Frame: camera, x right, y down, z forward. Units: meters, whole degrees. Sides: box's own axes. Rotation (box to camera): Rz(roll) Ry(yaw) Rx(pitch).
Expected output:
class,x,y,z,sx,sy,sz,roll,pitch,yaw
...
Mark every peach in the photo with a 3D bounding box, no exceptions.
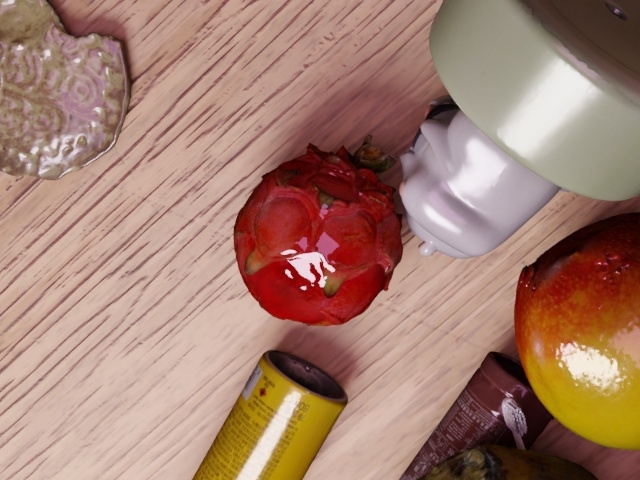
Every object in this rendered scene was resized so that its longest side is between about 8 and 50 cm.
class,x,y,z,sx,sy,sz,roll,pitch,yaw
peach,0.302,0.086,1.425,0.231,0.231,0.231,1,99,8

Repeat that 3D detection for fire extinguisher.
class,x,y,z,sx,sy,sz,roll,pitch,yaw
fire extinguisher,0.138,0.247,1.538,0.105,0.105,0.269,34,102,2

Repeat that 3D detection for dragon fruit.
class,x,y,z,sx,sy,sz,roll,pitch,yaw
dragon fruit,0.000,0.000,1.477,0.172,0.172,0.209,33,117,2

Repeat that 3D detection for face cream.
class,x,y,z,sx,sy,sz,roll,pitch,yaw
face cream,-0.098,0.289,1.567,0.105,0.105,0.348,30,101,2

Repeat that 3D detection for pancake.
class,x,y,z,sx,sy,sz,roll,pitch,yaw
pancake,-0.313,-0.173,1.563,0.212,0.029,0.235,-42,91,12

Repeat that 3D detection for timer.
class,x,y,z,sx,sy,sz,roll,pitch,yaw
timer,0.189,-0.109,1.411,0.291,0.291,0.315,39,123,0

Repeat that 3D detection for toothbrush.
class,x,y,z,sx,sy,sz,roll,pitch,yaw
toothbrush,0.221,0.259,1.506,0.018,0.024,0.257,-28,126,-14

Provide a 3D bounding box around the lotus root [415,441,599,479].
class,x,y,z,sx,sy,sz,roll,pitch,yaw
lotus root,0.194,0.330,1.446,0.267,0.149,0.260,-27,127,0
